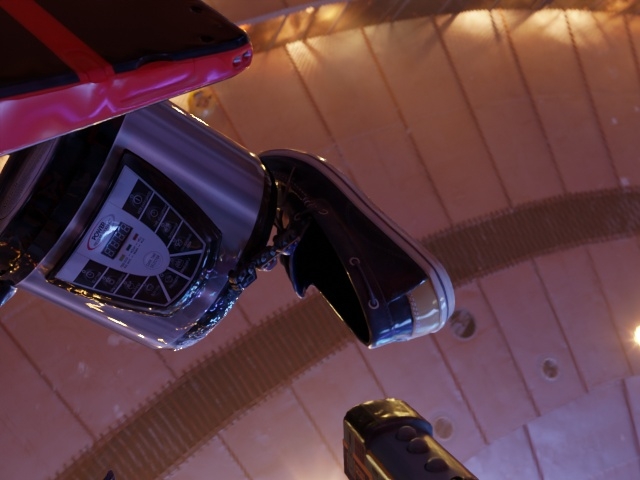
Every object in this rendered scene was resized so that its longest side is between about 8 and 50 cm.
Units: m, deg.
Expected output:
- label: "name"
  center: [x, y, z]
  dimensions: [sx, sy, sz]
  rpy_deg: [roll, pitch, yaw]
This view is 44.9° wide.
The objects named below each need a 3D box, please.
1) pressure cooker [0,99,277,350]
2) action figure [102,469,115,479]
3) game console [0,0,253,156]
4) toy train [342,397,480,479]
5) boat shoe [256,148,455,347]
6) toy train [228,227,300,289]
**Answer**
- label: "pressure cooker"
  center: [-0.328, -0.059, 1.188]
  dimensions: [0.420, 0.375, 0.370]
  rpy_deg: [32, -131, -27]
- label: "action figure"
  center: [-0.153, 0.308, 0.677]
  dimensions: [0.141, 0.275, 0.164]
  rpy_deg: [-2, -137, -24]
- label: "game console"
  center: [-0.297, -0.201, 0.621]
  dimensions: [0.386, 0.060, 0.342]
  rpy_deg: [40, -137, 23]
- label: "toy train"
  center: [0.119, 0.332, 0.970]
  dimensions: [0.142, 0.334, 0.190]
  rpy_deg: [-7, -78, -15]
- label: "boat shoe"
  center: [0.000, 0.000, 1.255]
  dimensions: [0.156, 0.187, 0.500]
  rpy_deg: [-27, -135, -22]
- label: "toy train"
  center: [-0.078, 0.027, 1.124]
  dimensions: [0.158, 0.027, 0.036]
  rpy_deg: [-40, -51, -45]
